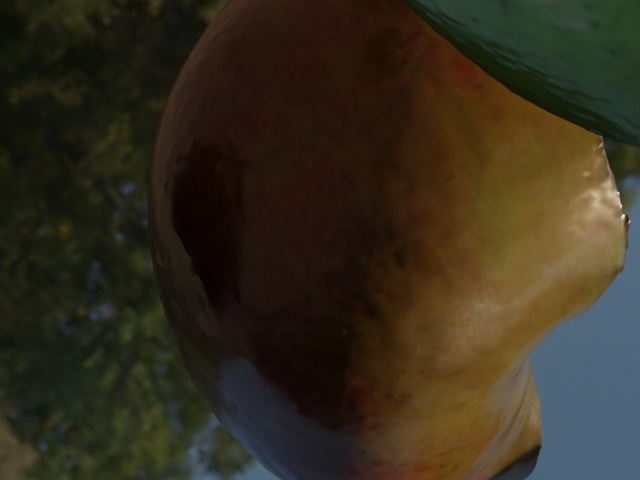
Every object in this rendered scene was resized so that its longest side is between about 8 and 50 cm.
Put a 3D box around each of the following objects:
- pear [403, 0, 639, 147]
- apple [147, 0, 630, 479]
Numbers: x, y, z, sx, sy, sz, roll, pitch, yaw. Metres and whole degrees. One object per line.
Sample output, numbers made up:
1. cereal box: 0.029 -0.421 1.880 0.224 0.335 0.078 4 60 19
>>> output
1. pear: 0.214 -0.154 0.560 0.318 0.238 0.342 28 -98 47
2. apple: 0.000 0.000 0.940 0.163 0.251 0.293 -16 143 -26
